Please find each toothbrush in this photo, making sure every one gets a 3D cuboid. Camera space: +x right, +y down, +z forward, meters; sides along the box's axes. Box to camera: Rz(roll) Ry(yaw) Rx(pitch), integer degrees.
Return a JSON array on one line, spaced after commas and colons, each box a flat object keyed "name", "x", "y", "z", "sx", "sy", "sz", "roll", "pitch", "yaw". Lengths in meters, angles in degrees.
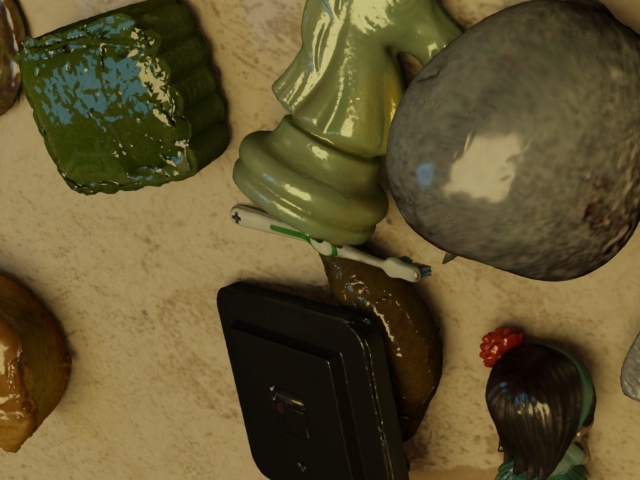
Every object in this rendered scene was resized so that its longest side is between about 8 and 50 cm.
[{"name": "toothbrush", "x": -0.001, "y": 0.000, "z": 1.250, "sx": 0.304, "sy": 0.030, "sz": 0.030, "roll": 17, "pitch": 120, "yaw": 42}]

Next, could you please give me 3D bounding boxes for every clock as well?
[{"name": "clock", "x": -0.017, "y": 0.195, "z": 1.328, "sx": 0.278, "sy": 0.049, "sz": 0.274, "roll": 11, "pitch": 119, "yaw": 49}]

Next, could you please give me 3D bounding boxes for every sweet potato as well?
[{"name": "sweet potato", "x": 0.078, "y": 0.116, "z": 1.283, "sx": 0.124, "sy": 0.098, "sz": 0.310, "roll": -9, "pitch": 104, "yaw": 36}]

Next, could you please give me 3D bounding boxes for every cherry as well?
[{"name": "cherry", "x": 0.192, "y": -0.085, "z": 1.064, "sx": 0.254, "sy": 0.218, "sz": 0.296, "roll": 21, "pitch": 112, "yaw": -12}]

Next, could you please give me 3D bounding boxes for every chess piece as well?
[{"name": "chess piece", "x": 0.038, "y": -0.159, "z": 1.166, "sx": 0.175, "sy": 0.176, "sz": 0.298, "roll": 28, "pitch": 108, "yaw": 12}]

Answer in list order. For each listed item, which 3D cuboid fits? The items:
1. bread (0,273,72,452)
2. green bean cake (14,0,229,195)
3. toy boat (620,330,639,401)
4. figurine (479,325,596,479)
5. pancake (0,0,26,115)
[{"name": "bread", "x": -0.428, "y": 0.139, "z": 1.504, "sx": 0.147, "sy": 0.160, "sz": 0.261, "roll": -35, "pitch": 91, "yaw": 25}, {"name": "green bean cake", "x": -0.224, "y": -0.160, "z": 1.294, "sx": 0.214, "sy": 0.113, "sz": 0.200, "roll": -10, "pitch": 106, "yaw": 28}, {"name": "toy boat", "x": 0.415, "y": 0.075, "z": 1.113, "sx": 0.127, "sy": 0.078, "sz": 0.283, "roll": 49, "pitch": 123, "yaw": -2}, {"name": "figurine", "x": 0.237, "y": 0.221, "z": 1.249, "sx": 0.137, "sy": 0.110, "sz": 0.246, "roll": 16, "pitch": 126, "yaw": 39}, {"name": "pancake", "x": -0.470, "y": -0.256, "z": 1.418, "sx": 0.250, "sy": 0.031, "sz": 0.250, "roll": 10, "pitch": 117, "yaw": 21}]
